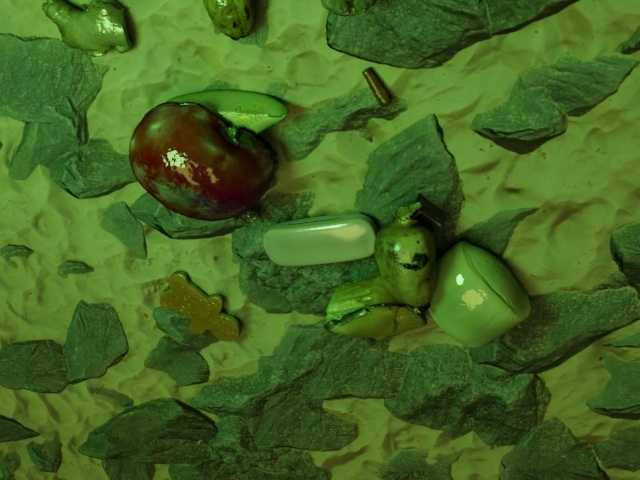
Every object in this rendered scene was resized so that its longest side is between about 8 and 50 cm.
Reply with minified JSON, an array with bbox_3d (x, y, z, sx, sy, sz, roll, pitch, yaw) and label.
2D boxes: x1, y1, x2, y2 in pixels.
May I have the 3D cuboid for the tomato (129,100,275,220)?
[{"bbox_3d":[-0.285,-0.140,1.872,0.335,0.176,0.290,32,136,-23],"label":"tomato"}]

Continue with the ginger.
[{"bbox_3d":[-0.533,-0.484,1.866,0.213,0.074,0.137,6,116,9],"label":"ginger"}]

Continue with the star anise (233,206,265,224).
[{"bbox_3d":[-0.191,-0.083,2.039,0.129,0.056,0.124,38,130,9],"label":"star anise"}]

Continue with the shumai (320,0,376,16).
[{"bbox_3d":[0.044,-0.549,1.614,0.201,0.120,0.201,-16,124,-25],"label":"shumai"}]

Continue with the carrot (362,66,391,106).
[{"bbox_3d":[0.123,-0.333,1.790,0.032,0.032,0.093,-27,107,30],"label":"carrot"}]

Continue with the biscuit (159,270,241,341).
[{"bbox_3d":[-0.327,0.193,2.288,0.250,0.036,0.165,35,127,-3],"label":"biscuit"}]

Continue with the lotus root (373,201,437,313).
[{"bbox_3d":[0.197,0.046,1.878,0.140,0.154,0.256,-14,104,-10],"label":"lotus root"}]

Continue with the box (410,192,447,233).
[{"bbox_3d":[0.243,-0.057,1.926,0.085,0.060,0.063,34,134,-8],"label":"box"}]

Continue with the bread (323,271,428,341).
[{"bbox_3d":[0.144,0.159,2.042,0.204,0.162,0.262,-17,159,25],"label":"bread"}]

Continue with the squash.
[{"bbox_3d":[-0.207,-0.311,1.867,0.252,0.093,0.169,-22,128,31],"label":"squash"}]

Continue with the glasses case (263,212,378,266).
[{"bbox_3d":[0.000,0.000,2.027,0.297,0.075,0.113,-7,120,20],"label":"glasses case"}]

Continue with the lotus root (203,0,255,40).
[{"bbox_3d":[-0.201,-0.541,1.711,0.110,0.097,0.258,0,119,21],"label":"lotus root"}]

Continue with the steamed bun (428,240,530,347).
[{"bbox_3d":[0.366,0.138,1.958,0.250,0.154,0.200,40,126,-13],"label":"steamed bun"}]
